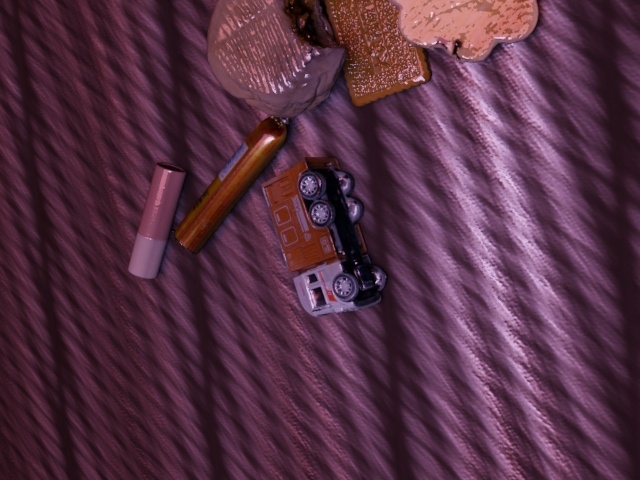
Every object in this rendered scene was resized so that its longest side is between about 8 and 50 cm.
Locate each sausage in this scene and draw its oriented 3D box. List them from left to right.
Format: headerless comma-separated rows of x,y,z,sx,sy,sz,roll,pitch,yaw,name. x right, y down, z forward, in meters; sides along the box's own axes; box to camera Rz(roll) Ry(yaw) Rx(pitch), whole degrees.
-0.184,-0.127,1.534,0.082,0.082,0.371,46,110,14,sausage

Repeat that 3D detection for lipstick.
-0.366,-0.043,1.627,0.070,0.070,0.255,24,104,21,lipstick

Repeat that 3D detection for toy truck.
0.000,0.000,1.434,0.162,0.136,0.305,-21,84,31,toy truck

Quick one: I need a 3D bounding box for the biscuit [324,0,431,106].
0.106,-0.402,1.398,0.172,0.029,0.255,-16,88,27,biscuit

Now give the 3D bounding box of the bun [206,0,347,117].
-0.075,-0.372,1.390,0.281,0.205,0.282,3,98,22,bun

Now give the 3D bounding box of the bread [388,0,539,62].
0.258,-0.473,1.298,0.316,0.054,0.316,2,95,18,bread
